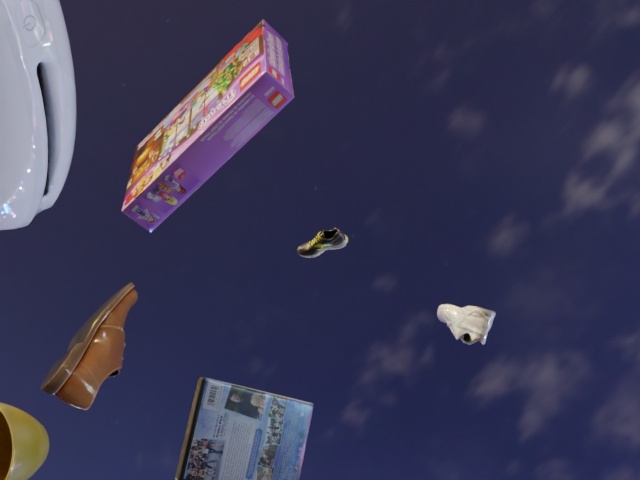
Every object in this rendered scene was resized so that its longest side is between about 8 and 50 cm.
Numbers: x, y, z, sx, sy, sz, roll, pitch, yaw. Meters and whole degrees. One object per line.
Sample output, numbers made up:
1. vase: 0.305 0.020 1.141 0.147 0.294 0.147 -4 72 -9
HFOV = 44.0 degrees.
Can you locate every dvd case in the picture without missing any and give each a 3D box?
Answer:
1. dvd case: -0.130 0.358 1.419 0.253 0.180 0.022 22 -17 -35

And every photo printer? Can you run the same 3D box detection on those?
1. photo printer: -0.312 -0.155 0.578 0.307 0.107 0.256 33 -37 9

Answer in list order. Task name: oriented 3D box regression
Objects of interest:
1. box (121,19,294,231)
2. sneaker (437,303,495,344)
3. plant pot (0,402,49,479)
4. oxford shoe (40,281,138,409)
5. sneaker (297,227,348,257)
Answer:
1. box: -0.163 -0.168 1.140 0.293 0.201 0.057 -40 -61 20
2. sneaker: 0.234 0.140 1.323 0.054 0.152 0.061 15 -97 -17
3. plant pot: -0.434 0.286 1.091 0.134 0.095 0.134 -5 -101 26
4. oxford shoe: -0.295 0.142 1.077 0.076 0.212 0.076 40 -50 -16
5. sneaker: 0.000 0.000 1.247 0.083 0.031 0.035 -19 -43 10
